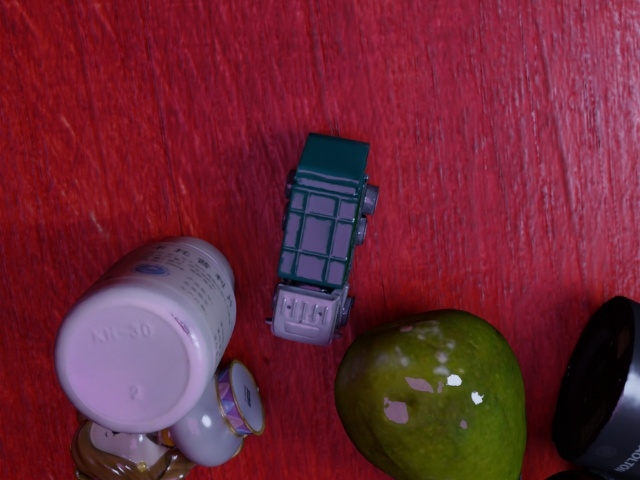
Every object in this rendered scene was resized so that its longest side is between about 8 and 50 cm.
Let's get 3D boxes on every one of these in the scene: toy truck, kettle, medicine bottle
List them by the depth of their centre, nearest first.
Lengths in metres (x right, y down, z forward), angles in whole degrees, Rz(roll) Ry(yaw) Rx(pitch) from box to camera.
[{"bbox_3d":[-0.186,0.093,1.119,0.170,0.293,0.170,1,103,4],"label":"medicine bottle"},{"bbox_3d":[0.446,0.239,1.135,0.308,0.203,0.262,21,102,-2],"label":"kettle"},{"bbox_3d":[0.000,0.000,1.168,0.114,0.124,0.253,12,102,6],"label":"toy truck"}]

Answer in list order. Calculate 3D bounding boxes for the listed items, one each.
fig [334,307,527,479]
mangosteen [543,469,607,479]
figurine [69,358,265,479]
[{"bbox_3d":[0.131,0.228,1.159,0.233,0.233,0.314,0,113,6],"label":"fig"},{"bbox_3d":[0.279,0.327,1.096,0.140,0.140,0.140,1,103,6],"label":"mangosteen"},{"bbox_3d":[-0.207,0.247,1.236,0.263,0.142,0.190,-23,122,11],"label":"figurine"}]
